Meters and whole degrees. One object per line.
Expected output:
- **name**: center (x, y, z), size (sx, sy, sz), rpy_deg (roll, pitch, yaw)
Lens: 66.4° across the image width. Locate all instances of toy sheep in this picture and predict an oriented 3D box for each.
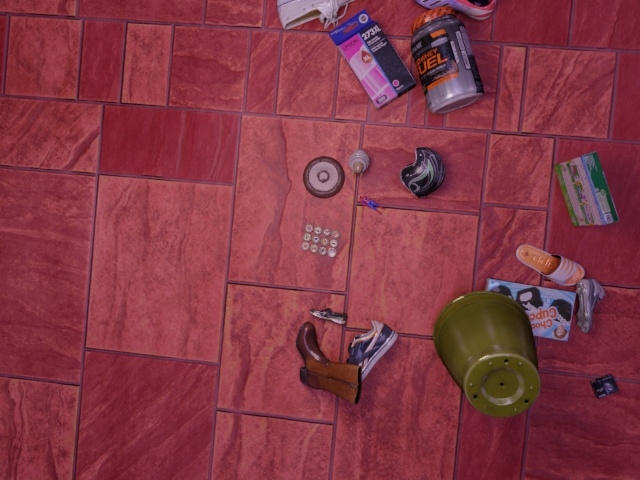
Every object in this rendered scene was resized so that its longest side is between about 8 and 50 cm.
- **toy sheep**: center (0.148, -0.303, 1.885), size (0.091, 0.132, 0.091), rpy_deg (3, 133, 3)

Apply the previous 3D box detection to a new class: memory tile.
- **memory tile**: center (0.000, 0.000, 1.946), size (0.147, 0.012, 0.113), rpy_deg (13, 92, 4)

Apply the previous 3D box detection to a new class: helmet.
- **helmet**: center (0.388, -0.260, 1.837), size (0.161, 0.169, 0.169), rpy_deg (-42, 88, 20)

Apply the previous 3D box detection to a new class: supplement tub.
- **supplement tub**: center (0.457, -0.658, 1.801), size (0.207, 0.207, 0.338), rpy_deg (-17, 89, 5)

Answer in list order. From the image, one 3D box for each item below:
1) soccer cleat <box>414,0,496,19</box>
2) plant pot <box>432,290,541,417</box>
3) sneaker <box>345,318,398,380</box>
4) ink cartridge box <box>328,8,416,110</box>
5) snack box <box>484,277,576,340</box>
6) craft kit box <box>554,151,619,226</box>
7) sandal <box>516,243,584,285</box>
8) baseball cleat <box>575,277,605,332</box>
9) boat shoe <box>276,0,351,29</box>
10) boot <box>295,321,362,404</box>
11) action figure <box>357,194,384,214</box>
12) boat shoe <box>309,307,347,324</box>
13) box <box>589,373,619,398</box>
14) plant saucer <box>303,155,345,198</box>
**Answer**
- **soccer cleat**: center (0.501, -0.919, 1.837), size (0.318, 0.116, 0.109), rpy_deg (17, 92, 4)
- **plant pot**: center (0.590, 0.409, 1.695), size (0.366, 0.353, 0.367), rpy_deg (2, 106, 7)
- **sneaker**: center (0.152, 0.447, 1.888), size (0.127, 0.126, 0.321), rpy_deg (38, 89, 2)
- **ink cartridge box**: center (0.197, -0.707, 1.896), size (0.175, 0.069, 0.371), rpy_deg (-32, 86, 4)
- **snack box**: center (0.784, 0.260, 1.864), size (0.321, 0.060, 0.187), rpy_deg (9, 93, 4)
- **craft kit box**: center (0.944, -0.175, 1.752), size (0.060, 0.246, 0.250), rpy_deg (-18, 90, 2)
- **sandal**: center (0.870, 0.097, 1.846), size (0.265, 0.076, 0.102), rpy_deg (23, 93, 3)
- **baseball cleat**: center (1.021, 0.244, 1.841), size (0.109, 0.072, 0.206), rpy_deg (-7, 99, -10)
- **boat shoe**: center (0.018, -0.881, 1.869), size (0.366, 0.136, 0.157), rpy_deg (-11, 90, 8)
- **boot**: center (0.031, 0.453, 1.832), size (0.280, 0.096, 0.264), rpy_deg (4, 92, 45)
- **action figure**: center (0.194, -0.147, 1.921), size (0.115, 0.030, 0.038), rpy_deg (32, 98, 5)
- **boat shoe**: center (0.032, 0.289, 1.931), size (0.152, 0.056, 0.049), rpy_deg (17, 87, -5)
- **box**: center (1.082, 0.555, 1.867), size (0.083, 0.018, 0.067), rpy_deg (-22, 89, 4)
- **plant saucer**: center (0.012, -0.250, 1.933), size (0.168, 0.029, 0.169), rpy_deg (0, 92, 5)
